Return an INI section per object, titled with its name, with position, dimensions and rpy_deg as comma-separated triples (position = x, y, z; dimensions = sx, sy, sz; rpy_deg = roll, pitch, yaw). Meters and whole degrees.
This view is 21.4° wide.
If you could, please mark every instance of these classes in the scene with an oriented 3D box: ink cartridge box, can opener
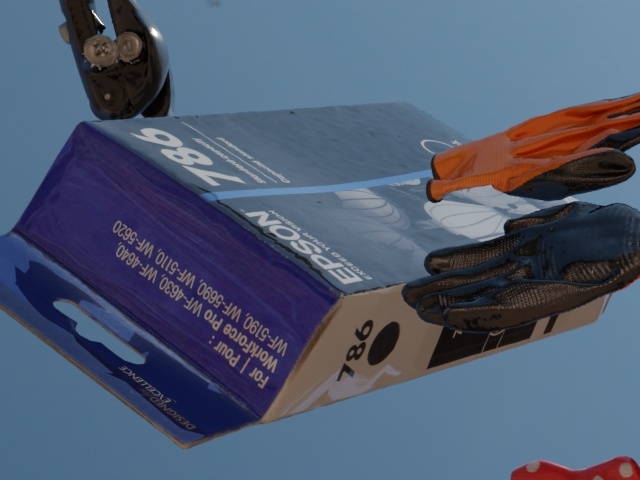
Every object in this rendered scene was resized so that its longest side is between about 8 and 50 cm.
[ink cartridge box]
position = 0.000, 0.000, 0.797
dimensions = 0.333, 0.165, 0.065
rpy_deg = -12, -51, -52
[can opener]
position = -0.137, -0.156, 1.026
dimensions = 0.059, 0.073, 0.186
rpy_deg = -19, -98, -5

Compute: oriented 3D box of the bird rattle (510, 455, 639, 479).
[bird rattle]
position = 0.105, 0.243, 0.926
dimensions = 0.207, 0.143, 0.253
rpy_deg = -3, -110, 0

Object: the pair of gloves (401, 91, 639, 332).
[pair of gloves]
position = 0.057, -0.009, 0.391
dimensions = 0.074, 0.083, 0.010
rpy_deg = -15, -60, 21
